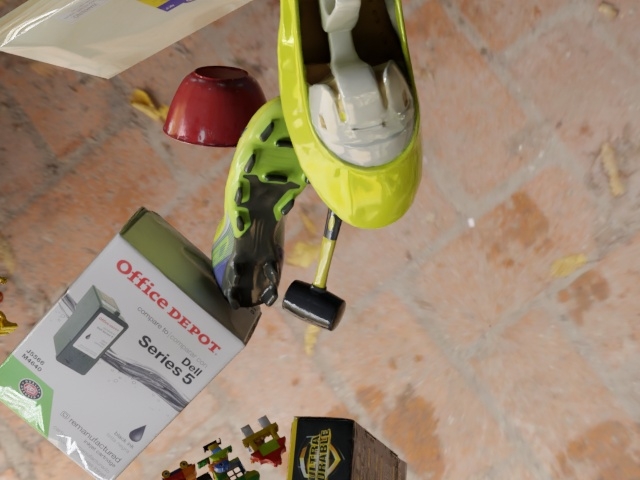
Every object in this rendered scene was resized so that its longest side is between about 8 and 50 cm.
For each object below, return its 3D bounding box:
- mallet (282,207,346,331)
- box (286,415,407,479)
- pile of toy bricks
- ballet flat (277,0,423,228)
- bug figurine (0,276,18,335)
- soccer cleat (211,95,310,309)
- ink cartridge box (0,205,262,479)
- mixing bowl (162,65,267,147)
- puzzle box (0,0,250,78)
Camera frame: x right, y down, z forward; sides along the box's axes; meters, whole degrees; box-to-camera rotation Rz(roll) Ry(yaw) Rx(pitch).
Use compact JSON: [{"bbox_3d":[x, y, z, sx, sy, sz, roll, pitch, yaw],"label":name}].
[{"bbox_3d":[0.000,0.000,1.133,0.062,0.039,0.190,15,116,21],"label":"mallet"},{"bbox_3d":[0.026,0.382,1.267,0.079,0.257,0.322,-1,69,16],"label":"box"},{"bbox_3d":[-0.144,0.380,1.774,0.212,0.118,0.105,-26,59,-17],"label":"pile of toy bricks"},{"bbox_3d":[0.013,-0.110,0.605,0.077,0.077,0.231,-10,104,-4],"label":"ballet flat"},{"bbox_3d":[-0.554,0.106,1.473,0.216,0.279,0.072,-32,67,42],"label":"bug figurine"},{"bbox_3d":[-0.073,-0.051,1.249,0.093,0.289,0.121,-2,42,-19],"label":"soccer cleat"},{"bbox_3d":[-0.235,0.128,1.359,0.198,0.115,0.273,41,109,-7],"label":"ink cartridge box"},{"bbox_3d":[-0.159,-0.219,1.789,0.181,0.181,0.098,7,113,9],"label":"mixing bowl"},{"bbox_3d":[-0.306,-0.393,1.876,0.409,0.272,0.052,-22,74,29],"label":"puzzle box"}]
